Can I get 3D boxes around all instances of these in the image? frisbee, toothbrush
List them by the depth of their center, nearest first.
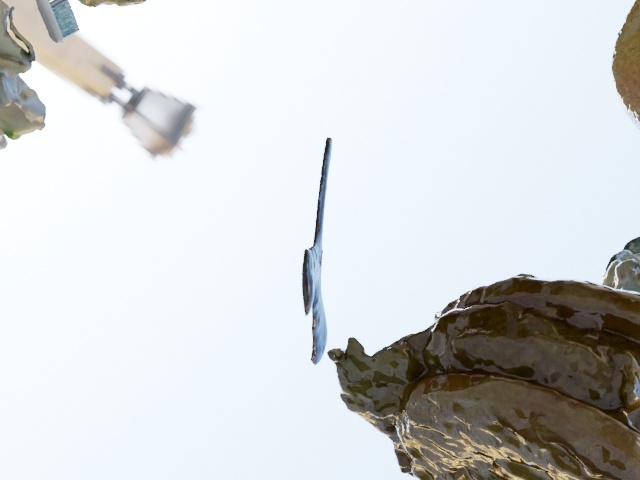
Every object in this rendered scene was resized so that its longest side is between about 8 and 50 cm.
[{"bbox_3d":[-0.161,-0.192,0.747,0.022,0.204,0.017,-33,-137,-25],"label":"toothbrush"},{"bbox_3d":[0.000,0.000,1.217,0.211,0.012,0.187,76,19,-75],"label":"frisbee"}]

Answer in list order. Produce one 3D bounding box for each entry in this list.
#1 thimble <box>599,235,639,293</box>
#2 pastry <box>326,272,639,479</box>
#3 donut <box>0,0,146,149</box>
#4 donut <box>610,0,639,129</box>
[{"bbox_3d":[0.436,0.058,1.557,0.288,0.167,0.254,-25,-177,-37],"label":"thimble"},{"bbox_3d":[0.157,0.113,0.845,0.235,0.240,0.132,11,-123,41],"label":"pastry"},{"bbox_3d":[-0.285,-0.235,1.097,0.150,0.307,0.371,-44,-168,40],"label":"donut"},{"bbox_3d":[0.357,-0.176,1.217,0.253,0.118,0.253,-46,-151,35],"label":"donut"}]
